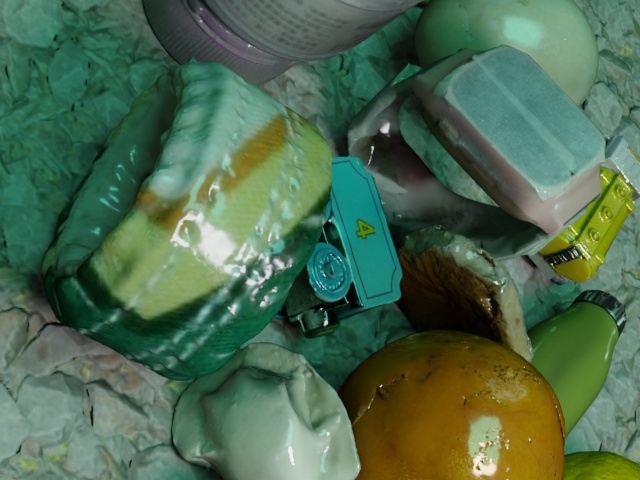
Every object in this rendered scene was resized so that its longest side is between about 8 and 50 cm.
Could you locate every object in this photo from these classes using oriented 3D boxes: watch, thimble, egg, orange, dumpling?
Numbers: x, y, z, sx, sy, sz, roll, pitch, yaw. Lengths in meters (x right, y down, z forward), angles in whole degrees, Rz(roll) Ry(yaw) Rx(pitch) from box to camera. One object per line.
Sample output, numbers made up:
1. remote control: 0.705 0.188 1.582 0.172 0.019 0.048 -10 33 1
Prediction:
1. watch: 0.149 -0.077 1.261 0.162 0.241 0.253 -32 77 -41
2. thimble: -0.120 -0.025 1.055 0.167 0.254 0.288 34 45 -23
3. egg: 0.225 -0.228 1.401 0.253 0.186 0.186 9 69 -30
4. orange: 0.124 0.206 1.156 0.240 0.240 0.240 12 68 -31
5. dumpling: -0.052 0.172 1.101 0.092 0.176 0.150 20 78 -47

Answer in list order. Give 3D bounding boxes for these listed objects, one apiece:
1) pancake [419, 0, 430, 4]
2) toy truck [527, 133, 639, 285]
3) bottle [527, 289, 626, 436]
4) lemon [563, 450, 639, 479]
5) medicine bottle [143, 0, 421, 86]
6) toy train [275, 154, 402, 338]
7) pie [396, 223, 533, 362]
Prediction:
1. pancake: 0.137 -0.370 1.491 0.158 0.028 0.158 12 67 -29
2. toy truck: 0.337 -0.038 1.459 0.098 0.114 0.227 48 54 -11
3. bottle: 0.272 0.153 1.350 0.260 0.112 0.112 -42 99 -37
4. lemon: 0.303 0.319 1.270 0.203 0.178 0.178 36 50 -61
5. medicine bottle: -0.029 -0.299 1.179 0.241 0.302 0.241 12 68 -32
6. toy train: 0.000 0.000 1.225 0.154 0.107 0.197 -8 79 -44
7. pie: 0.149 0.067 1.251 0.046 0.195 0.195 -39 98 -25
